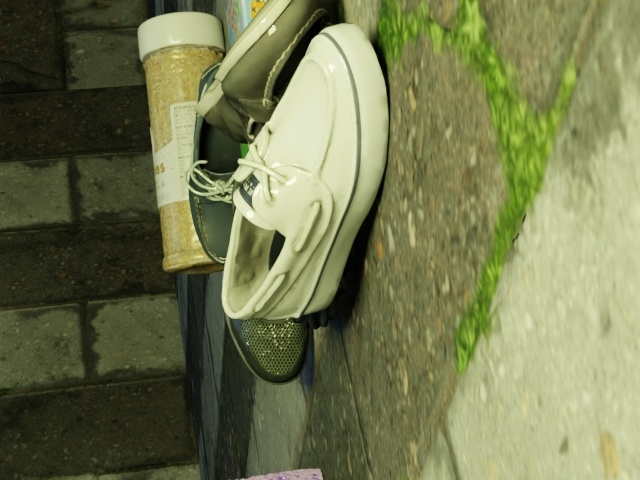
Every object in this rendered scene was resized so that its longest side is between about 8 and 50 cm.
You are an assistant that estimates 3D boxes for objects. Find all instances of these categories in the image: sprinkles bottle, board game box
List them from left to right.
[{"bbox_3d":[-0.179,-0.135,1.793,0.121,0.121,0.355,135,129,-77],"label":"sprinkles bottle"},{"bbox_3d":[-0.070,-0.182,1.387,0.160,0.039,0.211,127,137,-76],"label":"board game box"}]

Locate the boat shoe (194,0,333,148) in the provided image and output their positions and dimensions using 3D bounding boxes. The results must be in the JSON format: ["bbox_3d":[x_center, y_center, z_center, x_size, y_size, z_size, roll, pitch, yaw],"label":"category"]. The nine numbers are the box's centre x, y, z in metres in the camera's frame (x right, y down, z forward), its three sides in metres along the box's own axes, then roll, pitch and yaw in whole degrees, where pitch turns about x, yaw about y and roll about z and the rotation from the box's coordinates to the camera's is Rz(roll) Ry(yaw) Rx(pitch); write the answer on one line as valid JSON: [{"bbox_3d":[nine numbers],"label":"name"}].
[{"bbox_3d":[-0.033,-0.140,1.102,0.112,0.095,0.335,-53,6,-11],"label":"boat shoe"}]

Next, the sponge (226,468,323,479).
[{"bbox_3d":[-0.058,0.327,1.359,0.031,0.117,0.210,-110,18,-49],"label":"sponge"}]

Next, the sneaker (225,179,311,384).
[{"bbox_3d":[-0.049,0.031,1.245,0.130,0.087,0.227,-162,73,-86],"label":"sneaker"}]

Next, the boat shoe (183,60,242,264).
[{"bbox_3d":[-0.115,-0.089,1.554,0.079,0.095,0.254,-89,5,-78],"label":"boat shoe"}]

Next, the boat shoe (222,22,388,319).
[{"bbox_3d":[-0.023,-0.040,0.953,0.096,0.088,0.267,58,147,32],"label":"boat shoe"}]

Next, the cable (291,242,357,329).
[{"bbox_3d":[0.000,0.000,1.098,0.150,0.047,0.184,-117,27,-52],"label":"cable"}]
